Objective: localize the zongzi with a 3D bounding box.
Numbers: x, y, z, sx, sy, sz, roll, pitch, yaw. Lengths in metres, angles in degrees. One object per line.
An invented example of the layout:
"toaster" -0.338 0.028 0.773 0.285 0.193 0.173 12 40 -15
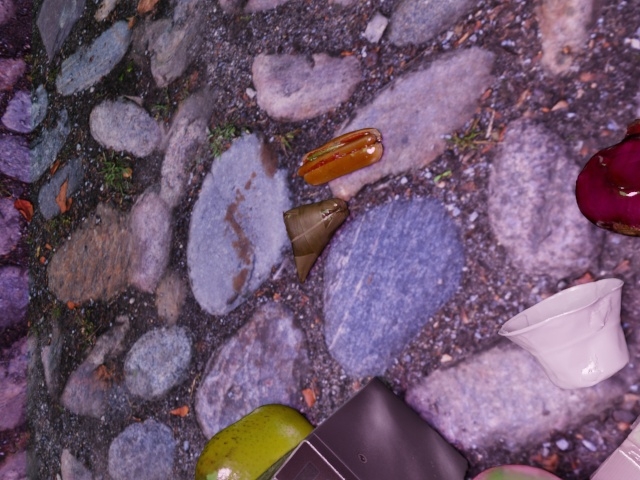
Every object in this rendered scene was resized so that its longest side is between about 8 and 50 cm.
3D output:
"zongzi" 0.000 0.000 1.283 0.160 0.079 0.176 -13 85 36

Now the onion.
"onion" 0.481 -0.107 0.876 0.173 0.135 0.198 -4 79 35

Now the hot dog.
"hot dog" 0.037 -0.186 1.287 0.236 0.062 0.092 -21 74 35

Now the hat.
"hat" 0.398 0.154 0.897 0.203 0.203 0.126 -28 85 32

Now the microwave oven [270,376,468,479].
"microwave oven" 0.011 0.505 1.004 0.236 0.374 0.432 41 111 15

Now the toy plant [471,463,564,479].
"toy plant" 0.286 0.480 0.839 0.211 0.356 0.317 -38 39 -18

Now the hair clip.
"hair clip" 0.510 0.267 0.821 0.085 0.101 0.330 40 109 31

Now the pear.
"pear" -0.169 0.488 1.233 0.159 0.292 0.292 38 107 26
